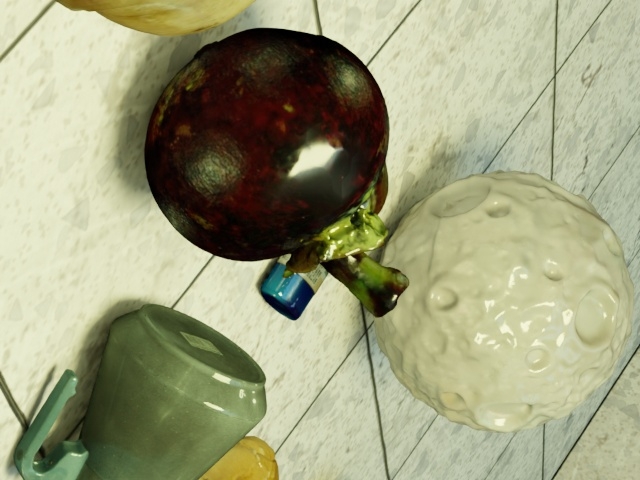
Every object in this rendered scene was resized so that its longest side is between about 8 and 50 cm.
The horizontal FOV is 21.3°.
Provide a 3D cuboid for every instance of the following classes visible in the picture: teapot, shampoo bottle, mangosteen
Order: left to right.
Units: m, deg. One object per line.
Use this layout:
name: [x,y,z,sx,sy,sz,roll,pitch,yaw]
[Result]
teapot: [-0.180,0.187,1.645,0.203,0.171,0.225,25,101,-37]
mangosteen: [-0.020,-0.054,1.526,0.231,0.289,0.231,-39,177,-2]
shampoo bottle: [0.000,0.000,1.941,0.183,0.050,0.087,-57,155,-12]

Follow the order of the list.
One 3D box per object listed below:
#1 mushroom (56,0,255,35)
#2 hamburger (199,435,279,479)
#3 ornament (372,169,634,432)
mushroom: [-0.112,-0.263,1.206,0.255,0.184,0.255,-45,153,-30]
hamburger: [-0.128,0.311,1.901,0.245,0.155,0.282,-70,163,1]
ornament: [0.226,0.067,2.165,0.337,0.337,0.337,-48,154,-32]
